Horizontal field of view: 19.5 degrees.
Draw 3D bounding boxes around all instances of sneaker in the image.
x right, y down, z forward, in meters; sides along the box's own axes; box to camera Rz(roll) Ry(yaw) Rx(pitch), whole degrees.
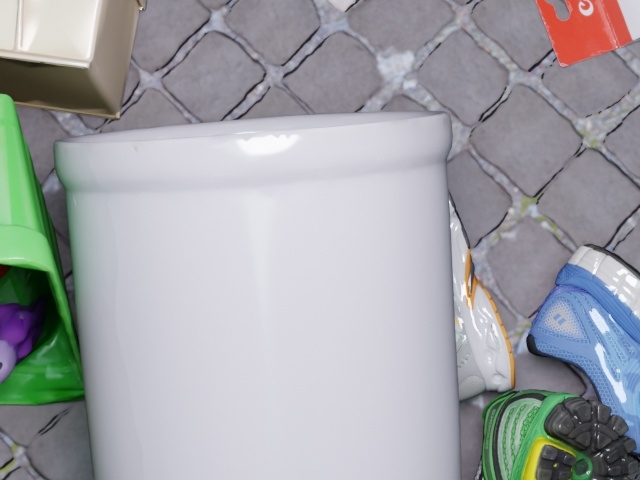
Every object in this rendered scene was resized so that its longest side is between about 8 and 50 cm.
[{"bbox_3d":[0.189,0.297,1.661,0.134,0.146,0.344,6,96,-28],"label":"sneaker"},{"bbox_3d":[0.082,0.030,1.701,0.121,0.099,0.262,-21,82,1],"label":"sneaker"},{"bbox_3d":[0.325,0.155,1.687,0.330,0.130,0.147,41,98,7],"label":"sneaker"}]

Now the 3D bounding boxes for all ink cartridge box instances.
[{"bbox_3d":[0.289,-0.262,1.765,0.179,0.045,0.145,-19,83,-6],"label":"ink cartridge box"}]

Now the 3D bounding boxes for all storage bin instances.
[{"bbox_3d":[-0.300,-0.202,1.640,0.260,0.262,0.123,8,85,0],"label":"storage bin"}]

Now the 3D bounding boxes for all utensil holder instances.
[{"bbox_3d":[-0.040,0.094,1.549,0.327,0.327,0.386,-5,96,-1],"label":"utensil holder"}]

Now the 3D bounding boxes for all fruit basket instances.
[{"bbox_3d":[-0.344,0.102,1.547,0.282,0.392,0.392,-1,83,-1],"label":"fruit basket"}]
